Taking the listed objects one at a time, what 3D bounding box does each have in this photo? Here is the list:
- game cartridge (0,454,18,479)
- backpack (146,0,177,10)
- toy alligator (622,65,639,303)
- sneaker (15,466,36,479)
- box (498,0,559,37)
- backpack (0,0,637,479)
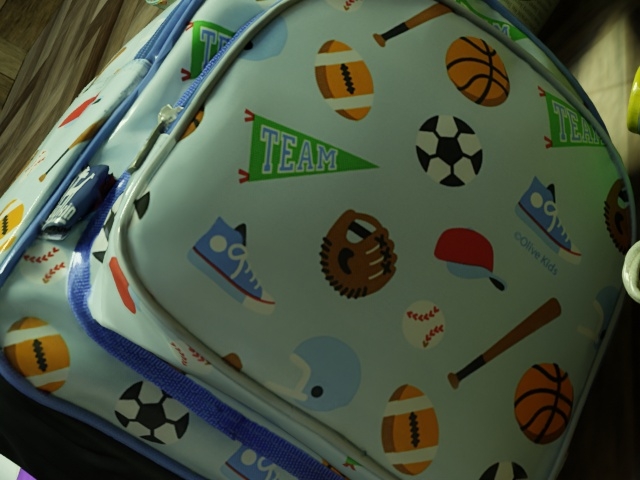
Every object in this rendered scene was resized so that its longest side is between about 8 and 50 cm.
[{"bbox_3d":[-0.122,0.054,0.912,0.196,0.060,0.294,27,72,33],"label":"game cartridge"},{"bbox_3d":[-0.147,-0.350,1.637,0.152,0.115,0.182,-4,61,64],"label":"backpack"},{"bbox_3d":[0.149,-0.039,0.540,0.051,0.056,0.189,76,-147,-53],"label":"toy alligator"},{"bbox_3d":[-0.137,0.215,0.749,0.293,0.102,0.146,-64,21,16],"label":"sneaker"},{"bbox_3d":[0.025,-0.073,0.778,0.094,0.113,0.275,36,96,27],"label":"box"},{"bbox_3d":[0.000,0.000,0.576,0.213,0.276,0.263,-25,33,52],"label":"backpack"}]
